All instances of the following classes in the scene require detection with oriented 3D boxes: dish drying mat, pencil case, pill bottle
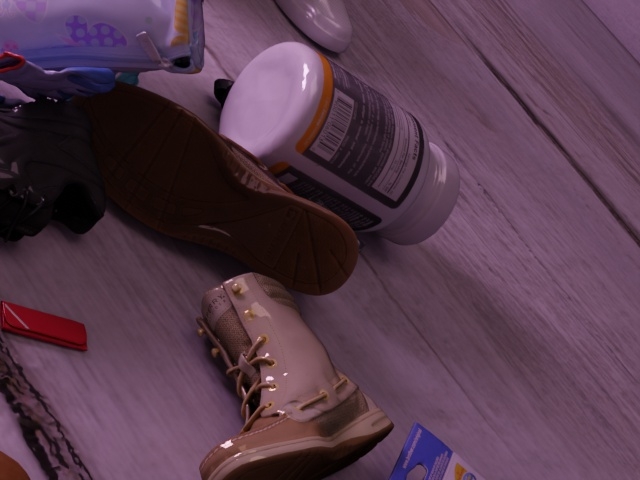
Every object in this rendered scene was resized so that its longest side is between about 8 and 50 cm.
[{"bbox_3d":[-0.243,0.075,1.134,0.083,0.008,0.032,20,36,-35],"label":"dish drying mat"},{"bbox_3d":[-0.246,-0.212,1.263,0.273,0.113,0.124,-2,70,2],"label":"pencil case"},{"bbox_3d":[0.029,-0.105,1.528,0.278,0.162,0.162,29,32,-38],"label":"pill bottle"}]

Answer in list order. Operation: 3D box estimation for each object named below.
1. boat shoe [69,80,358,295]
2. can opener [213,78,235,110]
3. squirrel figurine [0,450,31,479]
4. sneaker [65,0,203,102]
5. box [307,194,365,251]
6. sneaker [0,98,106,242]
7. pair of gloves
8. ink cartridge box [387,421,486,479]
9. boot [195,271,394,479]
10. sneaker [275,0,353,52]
[{"bbox_3d":[-0.119,-0.057,1.373,0.342,0.123,0.123,29,3,-15],"label":"boat shoe"},{"bbox_3d":[-0.049,-0.149,1.601,0.186,0.059,0.073,25,45,-31],"label":"can opener"},{"bbox_3d":[-0.269,0.288,0.645,0.370,0.281,0.397,48,42,-13],"label":"squirrel figurine"},{"bbox_3d":[-0.223,-0.234,1.455,0.107,0.110,0.275,26,34,10],"label":"sneaker"},{"bbox_3d":[0.000,0.000,1.465,0.083,0.067,0.018,46,30,4],"label":"box"},{"bbox_3d":[-0.302,-0.063,1.152,0.286,0.109,0.130,-2,61,-48],"label":"sneaker"},{"bbox_3d":[-0.296,-0.143,1.199,0.159,0.198,0.023,9,75,-65],"label":"pair of gloves"},{"bbox_3d":[0.170,0.335,1.250,0.311,0.065,0.186,44,30,-4],"label":"ink cartridge box"},{"bbox_3d":[-0.060,0.132,1.194,0.203,0.095,0.262,54,30,17],"label":"boot"},{"bbox_3d":[0.000,-0.432,1.916,0.108,0.169,0.292,6,48,-50],"label":"sneaker"}]
